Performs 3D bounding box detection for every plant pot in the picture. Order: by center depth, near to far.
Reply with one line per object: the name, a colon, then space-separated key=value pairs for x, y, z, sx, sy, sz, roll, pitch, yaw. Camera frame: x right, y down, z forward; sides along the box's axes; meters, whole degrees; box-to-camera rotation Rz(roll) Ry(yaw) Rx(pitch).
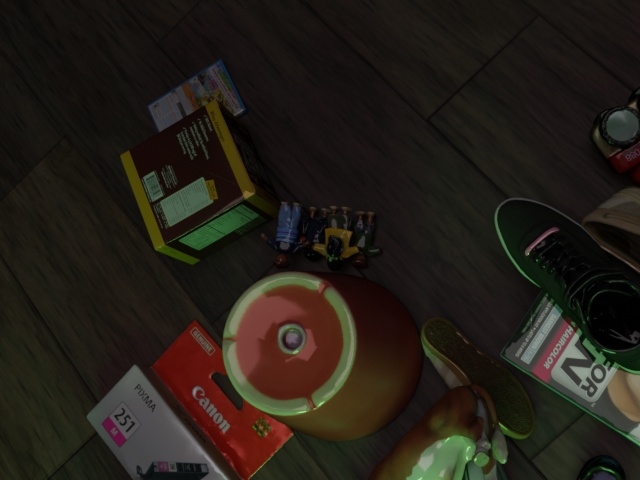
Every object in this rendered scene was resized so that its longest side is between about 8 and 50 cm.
plant pot: x=-0.007 y=0.159 z=1.163 sx=0.275 sy=0.243 sz=0.275 roll=-4 pitch=76 yaw=17

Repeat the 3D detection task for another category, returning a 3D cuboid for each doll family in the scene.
doll family: x=0.000 y=0.000 z=1.292 sx=0.193 sy=0.076 sz=0.111 roll=6 pitch=84 yaw=25

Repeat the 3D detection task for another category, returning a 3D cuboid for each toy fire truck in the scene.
toy fire truck: x=0.535 y=-0.123 z=1.115 sx=0.217 sy=0.158 sz=0.246 roll=-34 pitch=89 yaw=14

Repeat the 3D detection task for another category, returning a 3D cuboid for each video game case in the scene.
video game case: x=-0.227 y=-0.241 z=1.451 sx=0.166 sy=0.015 sz=0.119 roll=-30 pitch=70 yaw=10

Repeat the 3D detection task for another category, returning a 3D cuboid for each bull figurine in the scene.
bull figurine: x=0.138 y=0.339 z=1.094 sx=0.101 sy=0.188 sz=0.310 roll=29 pitch=103 yaw=-20

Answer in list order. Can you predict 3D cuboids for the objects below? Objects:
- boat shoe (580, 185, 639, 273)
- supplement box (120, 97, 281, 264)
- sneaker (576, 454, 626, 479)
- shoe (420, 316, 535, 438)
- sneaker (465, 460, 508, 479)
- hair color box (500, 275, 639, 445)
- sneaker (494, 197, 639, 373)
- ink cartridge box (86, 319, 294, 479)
boat shoe: x=0.481 y=0.038 z=1.045 sx=0.098 sy=0.109 sz=0.302 roll=-29 pitch=49 yaw=-20
supplement box: x=-0.200 y=-0.096 z=1.347 sx=0.194 sy=0.129 sz=0.191 roll=-28 pitch=70 yaw=10
sneaker: x=0.356 y=0.403 z=1.066 sx=0.081 sy=0.090 sz=0.232 roll=12 pitch=81 yaw=20
shoe: x=0.230 y=0.206 z=1.179 sx=0.076 sy=0.058 sz=0.219 roll=-33 pitch=71 yaw=-24
sneaker: x=0.225 y=0.419 z=1.108 sx=0.091 sy=0.094 sz=0.258 roll=-21 pitch=63 yaw=31
hair color box: x=0.456 y=0.186 z=1.072 sx=0.374 sy=0.113 sz=0.185 roll=32 pitch=89 yaw=21
sneaker: x=0.327 y=0.039 z=1.011 sx=0.104 sy=0.147 sz=0.295 roll=-41 pitch=66 yaw=7
ink cartridge box: x=-0.217 y=0.304 z=1.300 sx=0.239 sy=0.060 sz=0.275 roll=-47 pitch=68 yaw=5
